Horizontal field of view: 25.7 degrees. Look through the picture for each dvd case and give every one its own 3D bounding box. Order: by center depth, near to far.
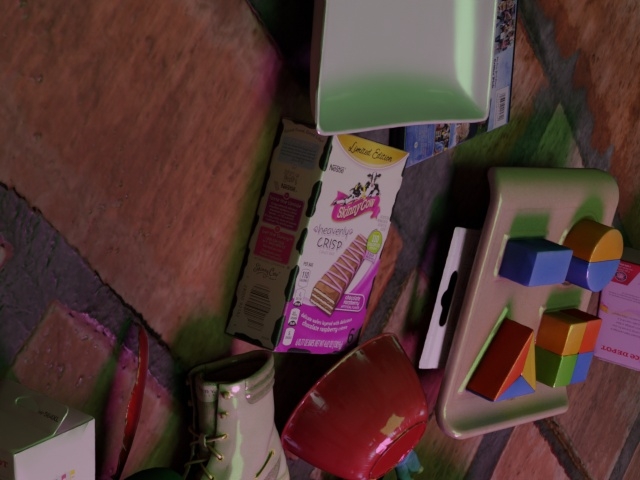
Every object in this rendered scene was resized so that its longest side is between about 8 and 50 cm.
[{"bbox_3d":[0.163,-0.201,1.672,0.253,0.022,0.180,-25,123,-49],"label":"dvd case"}]

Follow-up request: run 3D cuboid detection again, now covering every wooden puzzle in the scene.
[{"bbox_3d":[0.294,0.081,1.842,0.322,0.080,0.348,-3,106,-51],"label":"wooden puzzle"}]

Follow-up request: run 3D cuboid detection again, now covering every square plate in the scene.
[{"bbox_3d":[0.088,-0.290,1.468,0.347,0.049,0.344,-11,107,-54],"label":"square plate"}]

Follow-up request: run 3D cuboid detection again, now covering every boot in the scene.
[{"bbox_3d":[-0.116,0.214,1.398,0.213,0.077,0.165,-28,124,-43],"label":"boot"}]

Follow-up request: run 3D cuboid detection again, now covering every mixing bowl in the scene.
[{"bbox_3d":[0.053,0.201,1.558,0.181,0.098,0.181,-38,157,-19],"label":"mixing bowl"}]

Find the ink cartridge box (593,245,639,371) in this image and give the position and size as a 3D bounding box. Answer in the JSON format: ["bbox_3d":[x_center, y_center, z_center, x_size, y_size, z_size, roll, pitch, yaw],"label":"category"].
[{"bbox_3d":[0.515,0.113,2.239,0.072,0.127,0.175,-25,125,-52],"label":"ink cartridge box"}]

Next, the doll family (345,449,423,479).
[{"bbox_3d":[0.058,0.294,1.700,0.193,0.076,0.111,-58,140,-30],"label":"doll family"}]

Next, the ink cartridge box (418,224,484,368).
[{"bbox_3d":[0.196,0.072,1.824,0.232,0.066,0.189,8,98,-48],"label":"ink cartridge box"}]

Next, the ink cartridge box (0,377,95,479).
[{"bbox_3d":[-0.251,0.196,1.172,0.090,0.092,0.143,-22,121,-49],"label":"ink cartridge box"}]

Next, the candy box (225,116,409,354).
[{"bbox_3d":[0.000,0.000,1.475,0.159,0.071,0.233,9,96,-57],"label":"candy box"}]

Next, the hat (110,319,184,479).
[{"bbox_3d":[-0.157,0.235,1.327,0.208,0.173,0.183,-54,-164,39],"label":"hat"}]
